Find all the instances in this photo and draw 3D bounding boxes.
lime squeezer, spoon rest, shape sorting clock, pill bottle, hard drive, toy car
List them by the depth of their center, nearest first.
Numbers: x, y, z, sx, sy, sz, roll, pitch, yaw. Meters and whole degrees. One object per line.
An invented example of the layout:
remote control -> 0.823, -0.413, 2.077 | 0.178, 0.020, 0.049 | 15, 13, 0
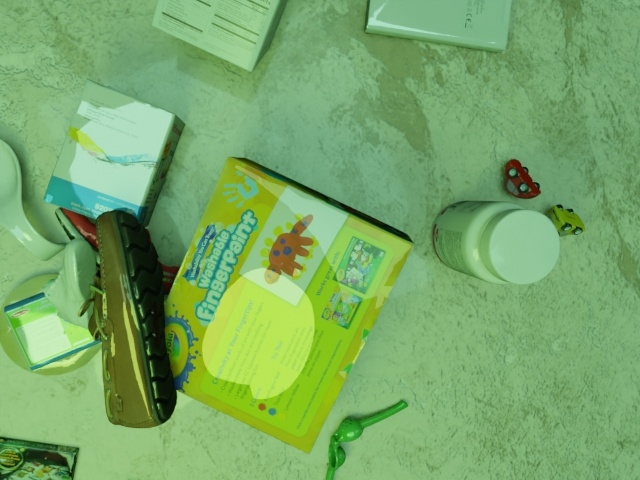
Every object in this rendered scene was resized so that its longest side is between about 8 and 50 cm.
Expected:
spoon rest -> -0.612, -0.082, 1.087 | 0.137, 0.084, 0.276 | -37, 99, -3
pill bottle -> 0.341, 0.001, 1.116 | 0.160, 0.283, 0.160 | -1, 95, -7
shape sorting clock -> -0.542, 0.171, 1.136 | 0.206, 0.040, 0.206 | -1, 95, -17
hard drive -> 0.256, -0.527, 1.186 | 0.307, 0.040, 0.203 | 6, 94, -8
toy car -> 0.468, -0.043, 1.191 | 0.239, 0.225, 0.053 | 39, 131, -9
lime squeezer -> 0.062, 0.463, 1.241 | 0.110, 0.059, 0.310 | 38, 87, -39

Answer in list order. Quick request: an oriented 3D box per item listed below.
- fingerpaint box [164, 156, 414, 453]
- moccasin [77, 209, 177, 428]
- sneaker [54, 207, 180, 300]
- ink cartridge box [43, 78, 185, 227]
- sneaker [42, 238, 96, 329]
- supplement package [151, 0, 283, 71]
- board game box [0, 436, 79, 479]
fingerpaint box -> -0.086, 0.114, 1.081 | 0.371, 0.163, 0.445 | 25, 99, 1
moccasin -> -0.347, 0.138, 0.973 | 0.146, 0.139, 0.380 | -4, 102, 9
sneaker -> -0.403, 0.013, 1.129 | 0.279, 0.107, 0.118 | 41, 70, -12
ink cartridge box -> -0.383, -0.157, 1.066 | 0.168, 0.171, 0.233 | 20, 92, -9
sneaker -> -0.478, 0.084, 1.050 | 0.094, 0.080, 0.212 | 12, 126, 0
supplement package -> -0.151, -0.489, 1.008 | 0.198, 0.199, 0.263 | 23, 120, -9
board game box -> -0.647, 0.480, 1.154 | 0.259, 0.030, 0.136 | 12, 95, -8
